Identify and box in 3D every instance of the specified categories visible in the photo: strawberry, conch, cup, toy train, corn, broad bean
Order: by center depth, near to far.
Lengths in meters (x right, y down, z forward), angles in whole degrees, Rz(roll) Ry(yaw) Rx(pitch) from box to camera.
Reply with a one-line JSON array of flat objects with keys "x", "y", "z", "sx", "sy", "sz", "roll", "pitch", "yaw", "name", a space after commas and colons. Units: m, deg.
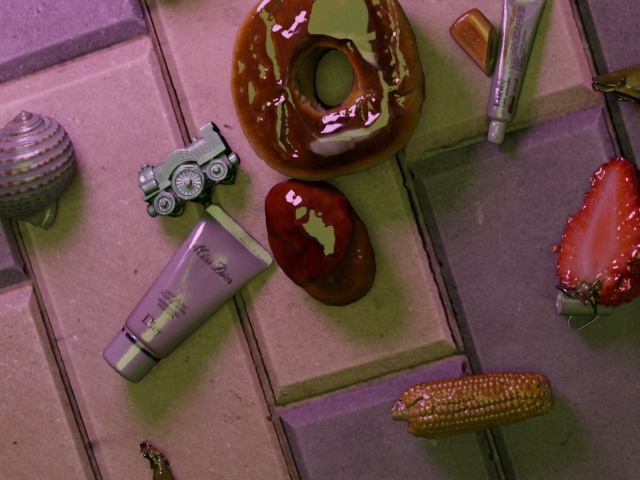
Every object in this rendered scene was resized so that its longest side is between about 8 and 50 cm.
[{"x": 0.473, "y": 0.005, "z": 1.694, "sx": 0.106, "sy": 0.175, "sz": 0.236, "roll": 32, "pitch": 92, "yaw": -38, "name": "strawberry"}, {"x": 0.424, "y": 0.104, "z": 1.728, "sx": 0.083, "sy": 0.054, "sz": 0.075, "roll": 3, "pitch": 67, "yaw": 3, "name": "cup"}, {"x": -0.002, "y": 0.001, "z": 1.735, "sx": 0.156, "sy": 0.122, "sz": 0.229, "roll": -28, "pitch": 88, "yaw": 5, "name": "broad bean"}, {"x": 0.245, "y": 0.264, "z": 1.746, "sx": 0.261, "sy": 0.097, "sz": 0.097, "roll": -8, "pitch": 94, "yaw": 3, "name": "corn"}, {"x": -0.490, "y": -0.113, "z": 1.770, "sx": 0.172, "sy": 0.131, "sz": 0.200, "roll": 0, "pitch": 94, "yaw": 5, "name": "conch"}, {"x": -0.220, "y": -0.110, "z": 1.774, "sx": 0.178, "sy": 0.071, "sz": 0.105, "roll": -31, "pitch": 83, "yaw": 6, "name": "toy train"}, {"x": -0.335, "y": 0.493, "z": 1.851, "sx": 0.144, "sy": 0.049, "sz": 0.292, "roll": 40, "pitch": 95, "yaw": 8, "name": "broad bean"}]

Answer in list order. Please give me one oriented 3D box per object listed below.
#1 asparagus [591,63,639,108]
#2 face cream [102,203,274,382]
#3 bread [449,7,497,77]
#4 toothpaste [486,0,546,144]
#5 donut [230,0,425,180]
[{"x": 0.613, "y": -0.252, "z": 1.654, "sx": 0.381, "sy": 0.108, "sz": 0.128, "roll": -15, "pitch": 136, "yaw": 8, "name": "asparagus"}, {"x": -0.231, "y": 0.098, "z": 1.795, "sx": 0.143, "sy": 0.089, "sz": 0.314, "roll": 42, "pitch": 87, "yaw": 1, "name": "face cream"}, {"x": 0.256, "y": -0.318, "z": 1.714, "sx": 0.103, "sy": 0.049, "sz": 0.062, "roll": 47, "pitch": 118, "yaw": -1, "name": "bread"}, {"x": 0.305, "y": -0.280, "z": 1.720, "sx": 0.067, "sy": 0.037, "sz": 0.255, "roll": 11, "pitch": 94, "yaw": -1, "name": "toothpaste"}, {"x": 0.022, "y": -0.257, "z": 1.703, "sx": 0.330, "sy": 0.160, "sz": 0.330, "roll": 3, "pitch": 101, "yaw": 16, "name": "donut"}]
